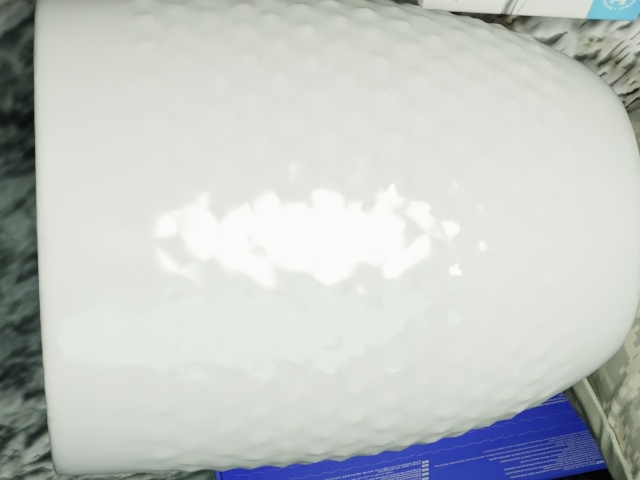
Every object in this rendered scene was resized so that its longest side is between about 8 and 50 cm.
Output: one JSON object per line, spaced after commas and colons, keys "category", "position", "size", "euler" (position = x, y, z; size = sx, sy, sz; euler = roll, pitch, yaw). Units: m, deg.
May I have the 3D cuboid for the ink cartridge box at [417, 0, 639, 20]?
{"category": "ink cartridge box", "position": [0.114, -0.190, 0.979], "size": [0.180, 0.060, 0.104], "euler": [0, 135, -16]}

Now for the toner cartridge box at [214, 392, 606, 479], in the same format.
{"category": "toner cartridge box", "position": [0.084, 0.131, 1.295], "size": [0.348, 0.075, 0.165], "euler": [-10, 138, -6]}

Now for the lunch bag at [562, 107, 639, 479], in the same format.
{"category": "lunch bag", "position": [0.270, 0.047, 1.103], "size": [0.256, 0.305, 0.212], "euler": [-11, 134, -10]}

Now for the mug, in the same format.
{"category": "mug", "position": [0.000, 0.000, 1.009], "size": [0.328, 0.276, 0.374], "euler": [-2, 170, -7]}

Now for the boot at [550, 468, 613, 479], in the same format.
{"category": "boot", "position": [0.206, 0.277, 1.429], "size": [0.236, 0.085, 0.178], "euler": [10, 104, -30]}
